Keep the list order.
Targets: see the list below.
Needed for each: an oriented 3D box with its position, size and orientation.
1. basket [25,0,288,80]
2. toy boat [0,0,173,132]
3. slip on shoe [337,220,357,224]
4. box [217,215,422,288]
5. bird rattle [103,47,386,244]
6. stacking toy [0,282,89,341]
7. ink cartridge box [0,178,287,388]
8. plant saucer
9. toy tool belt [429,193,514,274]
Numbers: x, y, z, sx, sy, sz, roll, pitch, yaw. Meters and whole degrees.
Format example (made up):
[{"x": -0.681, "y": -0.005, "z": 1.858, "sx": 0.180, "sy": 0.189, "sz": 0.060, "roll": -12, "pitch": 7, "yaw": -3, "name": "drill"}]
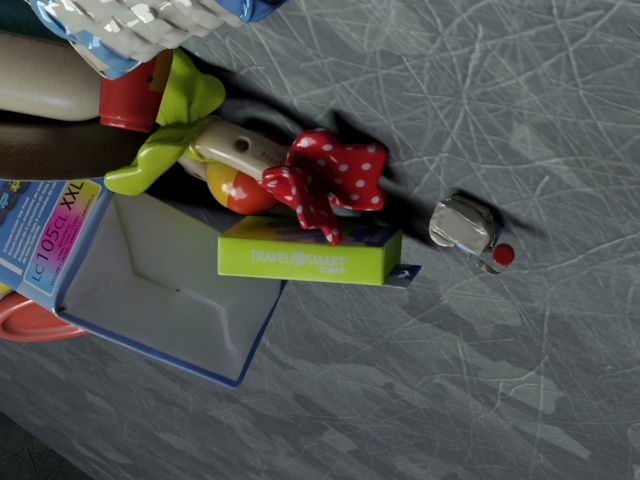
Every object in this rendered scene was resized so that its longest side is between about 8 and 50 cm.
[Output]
[{"x": -0.086, "y": -0.253, "z": 0.998, "sx": 0.289, "sy": 0.201, "sz": 0.255, "roll": -25, "pitch": 125, "yaw": 34, "name": "basket"}, {"x": -0.232, "y": -0.181, "z": 1.449, "sx": 0.318, "sy": 0.148, "sz": 0.267, "roll": 11, "pitch": -178, "yaw": 44, "name": "toy boat"}, {"x": 0.000, "y": 0.000, "z": 1.690, "sx": 0.135, "sy": 0.051, "sz": 0.041, "roll": 8, "pitch": 156, "yaw": 43, "name": "slip on shoe"}, {"x": 0.002, "y": 0.011, "z": 1.587, "sx": 0.178, "sy": 0.042, "sz": 0.109, "roll": 4, "pitch": -168, "yaw": 11, "name": "box"}, {"x": -0.058, "y": -0.076, "z": 1.555, "sx": 0.253, "sy": 0.143, "sz": 0.207, "roll": 15, "pitch": 171, "yaw": 6, "name": "bird rattle"}, {"x": -0.337, "y": 0.009, "z": 2.129, "sx": 0.279, "sy": 0.130, "sz": 0.309, "roll": -14, "pitch": 157, "yaw": 11, "name": "stacking toy"}, {"x": -0.260, "y": -0.006, "z": 1.788, "sx": 0.270, "sy": 0.151, "sz": 0.395, "roll": 28, "pitch": 179, "yaw": -44, "name": "ink cartridge box"}, {"x": -0.312, "y": -0.119, "z": 1.641, "sx": 0.310, "sy": 0.050, "sz": 0.310, "roll": 6, "pitch": -163, "yaw": -2, "name": "plant saucer"}, {"x": 0.138, "y": -0.007, "z": 1.485, "sx": 0.083, "sy": 0.052, "sz": 0.051, "roll": 31, "pitch": -167, "yaw": 10, "name": "toy tool belt"}]
